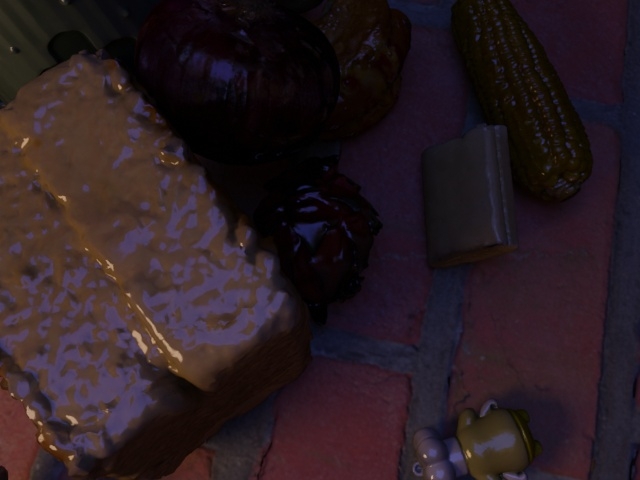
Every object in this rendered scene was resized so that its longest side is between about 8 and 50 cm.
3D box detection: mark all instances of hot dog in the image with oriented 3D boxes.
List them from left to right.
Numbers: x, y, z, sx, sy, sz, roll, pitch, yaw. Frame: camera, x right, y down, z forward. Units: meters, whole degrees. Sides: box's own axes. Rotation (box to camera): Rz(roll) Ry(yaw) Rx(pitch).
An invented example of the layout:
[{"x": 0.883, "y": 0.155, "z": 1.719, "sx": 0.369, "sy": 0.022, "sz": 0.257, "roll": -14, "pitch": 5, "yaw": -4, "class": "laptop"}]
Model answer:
[{"x": 0.042, "y": -0.251, "z": 0.942, "sx": 0.153, "sy": 0.150, "sz": 0.257, "roll": 30, "pitch": 75, "yaw": 21, "class": "hot dog"}]

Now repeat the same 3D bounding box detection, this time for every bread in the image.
[{"x": -0.212, "y": 0.050, "z": 0.718, "sx": 0.279, "sy": 0.390, "sz": 0.371, "roll": -37, "pitch": 76, "yaw": -16, "class": "bread"}, {"x": 0.200, "y": -0.059, "z": 0.883, "sx": 0.139, "sy": 0.060, "sz": 0.178, "roll": -20, "pitch": 64, "yaw": 41, "class": "bread"}]

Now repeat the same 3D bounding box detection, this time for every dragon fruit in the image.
[{"x": -0.005, "y": -0.008, "z": 0.843, "sx": 0.182, "sy": 0.182, "sz": 0.188, "roll": -36, "pitch": 73, "yaw": -11, "class": "dragon fruit"}]

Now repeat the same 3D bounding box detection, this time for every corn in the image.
[{"x": 0.287, "y": -0.219, "z": 0.938, "sx": 0.120, "sy": 0.120, "sz": 0.363, "roll": -18, "pitch": 70, "yaw": -5, "class": "corn"}]

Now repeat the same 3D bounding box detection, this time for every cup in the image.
[{"x": -0.358, "y": -0.271, "z": 0.832, "sx": 0.310, "sy": 0.392, "sz": 0.401, "roll": 31, "pitch": 79, "yaw": 17, "class": "cup"}]

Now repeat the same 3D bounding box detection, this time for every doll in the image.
[{"x": 0.192, "y": 0.263, "z": 0.802, "sx": 0.162, "sy": 0.062, "sz": 0.106, "roll": -16, "pitch": 67, "yaw": -5, "class": "doll"}]

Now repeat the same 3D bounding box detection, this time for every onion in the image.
[{"x": -0.097, "y": -0.196, "z": 0.769, "sx": 0.246, "sy": 0.190, "sz": 0.246, "roll": 10, "pitch": 46, "yaw": -11, "class": "onion"}]

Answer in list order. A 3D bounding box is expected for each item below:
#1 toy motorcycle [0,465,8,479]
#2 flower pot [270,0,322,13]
[{"x": -0.383, "y": 0.438, "z": 0.728, "sx": 0.223, "sy": 0.108, "sz": 0.341, "roll": 12, "pitch": 79, "yaw": -1, "class": "toy motorcycle"}, {"x": -0.090, "y": -0.494, "z": 0.957, "sx": 0.307, "sy": 0.307, "sz": 0.244, "roll": 2, "pitch": 85, "yaw": 2, "class": "flower pot"}]
